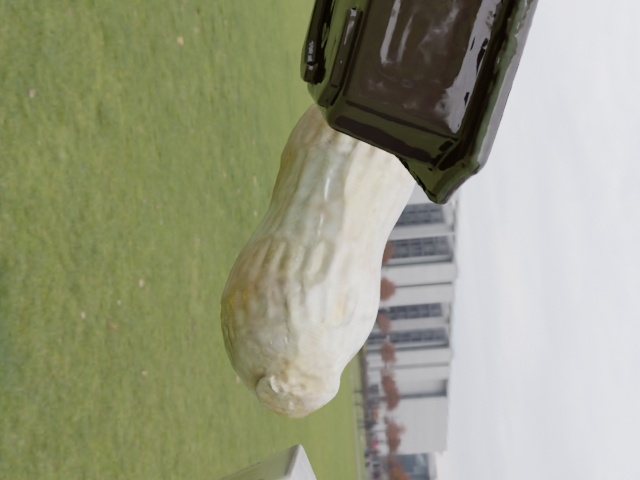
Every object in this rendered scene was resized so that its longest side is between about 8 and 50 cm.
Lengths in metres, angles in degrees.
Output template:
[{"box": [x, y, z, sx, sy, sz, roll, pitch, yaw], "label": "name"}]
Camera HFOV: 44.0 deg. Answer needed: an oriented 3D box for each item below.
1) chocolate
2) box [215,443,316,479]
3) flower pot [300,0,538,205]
[{"box": [0.000, 0.000, 0.698, 0.134, 0.134, 0.309, 76, 30, -73], "label": "chocolate"}, {"box": [-0.094, 0.193, 0.466, 0.141, 0.201, 0.058, 91, -25, -82], "label": "box"}, {"box": [0.052, -0.158, 0.429, 0.179, 0.084, 0.250, -109, -149, -65], "label": "flower pot"}]
